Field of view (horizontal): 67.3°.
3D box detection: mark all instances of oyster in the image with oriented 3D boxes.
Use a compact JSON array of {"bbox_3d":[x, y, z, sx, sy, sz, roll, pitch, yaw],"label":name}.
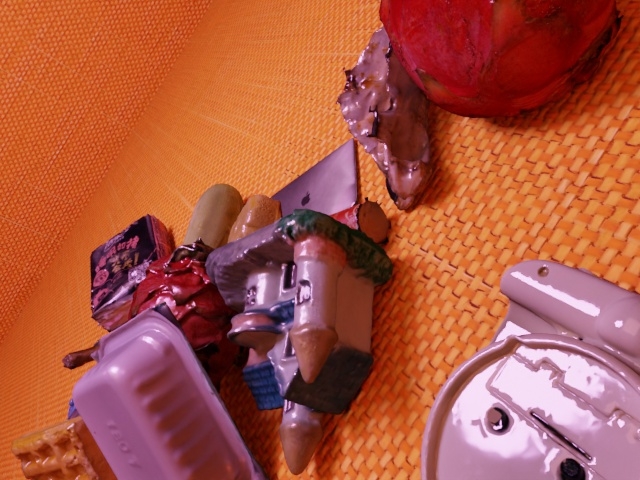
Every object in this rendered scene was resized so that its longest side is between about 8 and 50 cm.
[{"bbox_3d":[0.118,-0.216,0.798,0.197,0.133,0.337,116,156,-54],"label":"oyster"}]

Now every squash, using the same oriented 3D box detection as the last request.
[{"bbox_3d":[-0.263,0.029,1.111,0.118,0.118,0.370,-18,50,44],"label":"squash"}]

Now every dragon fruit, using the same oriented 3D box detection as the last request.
[{"bbox_3d":[-0.241,0.150,0.890,0.244,0.244,0.298,-22,61,41],"label":"dragon fruit"},{"bbox_3d":[0.232,-0.323,0.640,0.296,0.301,0.295,-28,27,16],"label":"dragon fruit"}]

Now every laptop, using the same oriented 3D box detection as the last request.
[{"bbox_3d":[-0.026,-0.080,0.992,0.269,0.015,0.187,-31,43,34],"label":"laptop"}]

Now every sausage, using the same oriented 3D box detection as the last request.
[{"bbox_3d":[0.000,0.000,0.852,0.264,0.083,0.083,-18,51,45],"label":"sausage"}]

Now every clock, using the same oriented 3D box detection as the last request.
[{"bbox_3d":[0.208,0.197,0.412,0.324,0.109,0.265,-58,35,2],"label":"clock"}]

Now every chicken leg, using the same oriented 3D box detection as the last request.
[{"bbox_3d":[-0.554,0.285,1.252,0.125,0.196,0.080,-20,90,31],"label":"chicken leg"}]

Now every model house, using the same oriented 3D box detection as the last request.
[{"bbox_3d":[-0.048,0.158,0.697,0.267,0.194,0.325,-23,51,40],"label":"model house"}]

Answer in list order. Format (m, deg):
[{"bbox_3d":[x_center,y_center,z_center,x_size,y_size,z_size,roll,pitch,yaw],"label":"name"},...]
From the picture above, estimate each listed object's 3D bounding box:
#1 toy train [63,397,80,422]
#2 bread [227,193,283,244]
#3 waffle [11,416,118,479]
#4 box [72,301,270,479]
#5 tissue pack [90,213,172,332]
[{"bbox_3d":[-0.506,0.405,1.103,0.300,0.131,0.202,-44,24,25],"label":"toy train"},{"bbox_3d":[-0.132,-0.008,0.967,0.156,0.086,0.125,-47,28,46],"label":"bread"},{"bbox_3d":[-0.502,0.489,0.979,0.221,0.247,0.055,-23,3,26],"label":"waffle"},{"bbox_3d":[-0.263,0.295,0.752,0.264,0.336,0.106,-30,1,34],"label":"box"},{"bbox_3d":[-0.537,0.084,1.388,0.245,0.123,0.332,-34,40,-2],"label":"tissue pack"}]
